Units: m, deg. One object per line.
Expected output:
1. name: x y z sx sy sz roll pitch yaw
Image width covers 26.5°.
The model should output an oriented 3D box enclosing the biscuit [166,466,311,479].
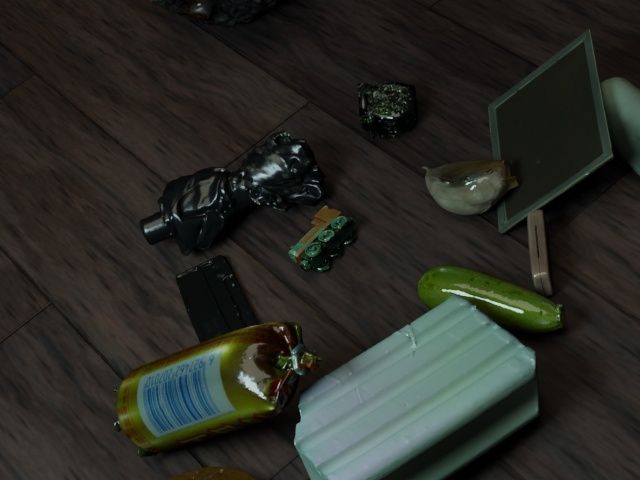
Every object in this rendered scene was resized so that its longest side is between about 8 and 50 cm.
1. biscuit: -0.031 0.381 1.522 0.432 0.064 0.283 20 49 36

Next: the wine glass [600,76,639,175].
1. wine glass: 0.440 -0.125 1.760 0.103 0.103 0.231 -34 42 -9

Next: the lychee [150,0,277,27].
1. lychee: -0.174 -0.486 2.199 0.300 0.300 0.300 -12 46 13

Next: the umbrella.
1. umbrella: -0.129 -0.066 1.944 0.272 0.110 0.122 -23 80 3

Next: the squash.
1. squash: 0.212 0.075 1.697 0.201 0.066 0.066 13 56 31

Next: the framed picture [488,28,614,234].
1. framed picture: 0.307 -0.147 1.831 0.197 0.014 0.252 -37 36 35

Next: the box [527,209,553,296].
1. box: 0.279 0.016 1.735 0.025 0.048 0.115 -7 49 11

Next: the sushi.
1. sushi: 0.100 -0.188 1.994 0.083 0.056 0.084 -6 46 8

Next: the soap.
1. soap: 0.105 0.198 1.577 0.289 0.095 0.173 -30 39 -18

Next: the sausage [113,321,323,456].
1. sausage: -0.107 0.170 1.630 0.317 0.117 0.125 -22 19 42

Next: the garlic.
1. garlic: 0.195 -0.070 1.841 0.152 0.066 0.084 -7 24 33

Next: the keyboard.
1. keyboard: -0.130 0.115 1.839 0.087 0.017 0.250 -27 46 -4

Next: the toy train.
1. toy train: 0.000 0.000 1.871 0.064 0.044 0.103 23 60 40
